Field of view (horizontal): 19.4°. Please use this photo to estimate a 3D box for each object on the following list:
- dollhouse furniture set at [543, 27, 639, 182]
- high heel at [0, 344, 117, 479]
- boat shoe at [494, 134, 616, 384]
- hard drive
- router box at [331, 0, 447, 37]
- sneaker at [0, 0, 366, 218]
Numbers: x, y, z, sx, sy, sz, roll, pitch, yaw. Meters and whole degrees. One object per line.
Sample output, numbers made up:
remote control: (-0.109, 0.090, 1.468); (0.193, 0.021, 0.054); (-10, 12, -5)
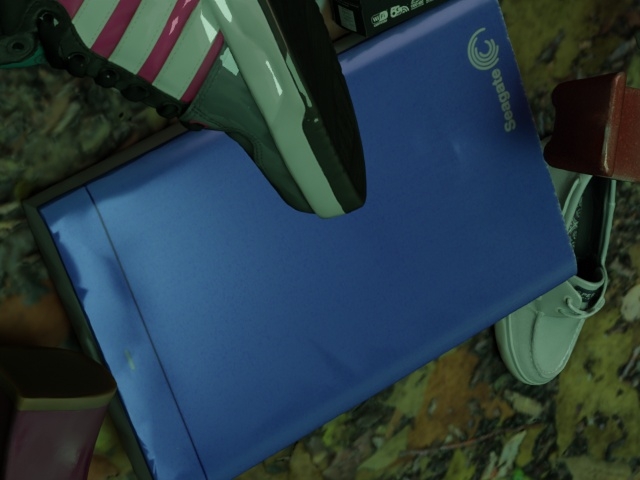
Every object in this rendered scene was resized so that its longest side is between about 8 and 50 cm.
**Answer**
dollhouse furniture set: (0.180, -0.189, 1.066); (0.201, 0.152, 0.374); (-31, 109, -26)
high heel: (-0.287, 0.145, 0.984); (0.377, 0.127, 0.181); (6, 115, -33)
boat shoe: (0.168, 0.021, 1.284); (0.066, 0.063, 0.184); (-3, 112, -35)
hard drive: (0.000, 0.000, 1.145); (0.318, 0.040, 0.210); (-29, 114, -22)
router box: (0.058, -0.188, 1.122); (0.122, 0.038, 0.092); (-27, 123, -23)
sneaker: (-0.109, -0.104, 0.894); (0.178, 0.124, 0.295); (-22, 120, 16)
